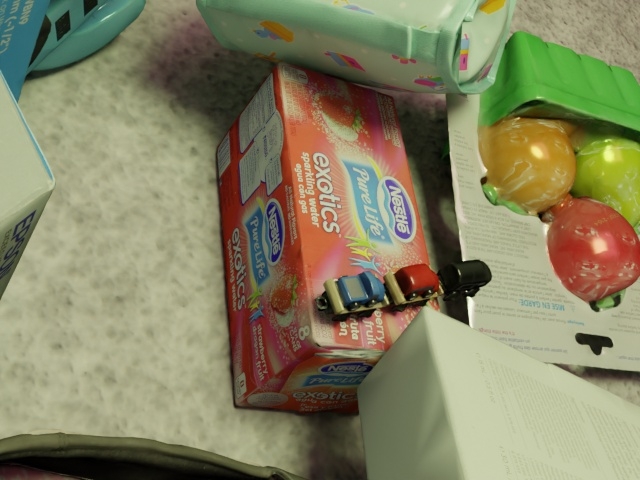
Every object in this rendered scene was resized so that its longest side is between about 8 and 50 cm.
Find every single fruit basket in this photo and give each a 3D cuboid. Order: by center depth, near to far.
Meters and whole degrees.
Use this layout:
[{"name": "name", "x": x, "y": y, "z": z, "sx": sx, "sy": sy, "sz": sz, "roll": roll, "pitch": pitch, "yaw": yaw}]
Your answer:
[{"name": "fruit basket", "x": 0.261, "y": -0.033, "z": 0.863, "sx": 0.327, "sy": 0.165, "sz": 0.352, "roll": 8, "pitch": 72, "yaw": -30}]

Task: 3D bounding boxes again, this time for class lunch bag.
[{"name": "lunch bag", "x": 0.045, "y": -0.209, "z": 0.676, "sx": 0.224, "sy": 0.160, "sz": 0.262, "roll": 19, "pitch": 24, "yaw": 16}]

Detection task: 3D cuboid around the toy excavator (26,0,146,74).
[{"name": "toy excavator", "x": -0.184, "y": -0.286, "z": 0.669, "sx": 0.433, "sy": 0.445, "sz": 0.222, "roll": -44, "pitch": 90, "yaw": -3}]

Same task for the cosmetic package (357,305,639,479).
[{"name": "cosmetic package", "x": 0.175, "y": 0.232, "z": 0.424, "sx": 0.285, "sy": 0.097, "sz": 0.377, "roll": 24, "pitch": 29, "yaw": -17}]

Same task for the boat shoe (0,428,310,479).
[{"name": "boat shoe", "x": -0.072, "y": 0.189, "z": 0.490, "sx": 0.335, "sy": 0.095, "sz": 0.112, "roll": 17, "pitch": 52, "yaw": -25}]

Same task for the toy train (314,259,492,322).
[{"name": "toy train", "x": 0.064, "y": 0.032, "z": 0.552, "sx": 0.158, "sy": 0.036, "sz": 0.027, "roll": -6, "pitch": 66, "yaw": -37}]

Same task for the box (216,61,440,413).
[{"name": "box", "x": 0.000, "y": 0.000, "z": 0.646, "sx": 0.123, "sy": 0.128, "sz": 0.256, "roll": 10, "pitch": 55, "yaw": -29}]

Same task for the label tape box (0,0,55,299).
[{"name": "label tape box", "x": -0.234, "y": 0.035, "z": 0.375, "sx": 0.115, "sy": 0.249, "sz": 0.347, "roll": 43, "pitch": 46, "yaw": -2}]
